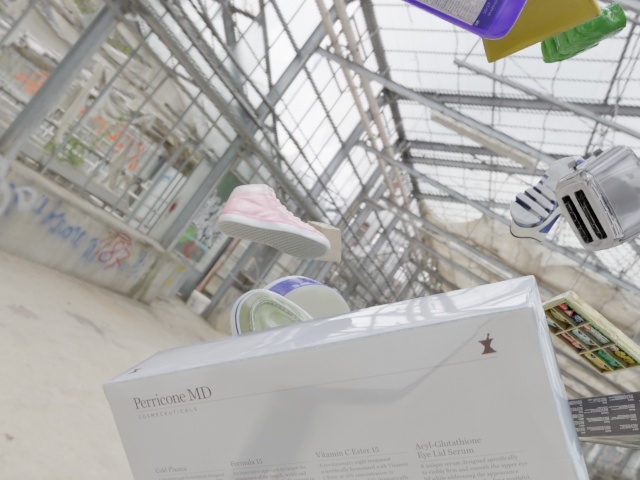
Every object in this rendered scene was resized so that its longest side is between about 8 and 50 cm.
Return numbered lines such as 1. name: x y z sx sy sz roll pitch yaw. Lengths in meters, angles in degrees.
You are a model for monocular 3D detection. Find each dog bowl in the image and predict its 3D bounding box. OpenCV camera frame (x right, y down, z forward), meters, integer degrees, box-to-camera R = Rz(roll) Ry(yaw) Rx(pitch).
1. dog bowl: -0.053 0.226 1.431 0.265 0.265 0.104 38 -13 -29

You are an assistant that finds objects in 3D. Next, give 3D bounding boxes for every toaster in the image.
1. toaster: 0.596 -0.075 1.187 0.227 0.146 0.129 64 -17 3

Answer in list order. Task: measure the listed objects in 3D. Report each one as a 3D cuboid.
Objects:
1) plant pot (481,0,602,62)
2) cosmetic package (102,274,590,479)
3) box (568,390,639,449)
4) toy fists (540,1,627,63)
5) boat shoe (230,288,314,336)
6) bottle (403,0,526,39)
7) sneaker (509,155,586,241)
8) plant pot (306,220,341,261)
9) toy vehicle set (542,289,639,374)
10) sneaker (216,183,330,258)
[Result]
1. plant pot: 0.401 -0.505 1.120 0.212 0.212 0.187 -18 -64 30
2. cosmetic package: 0.025 0.210 0.488 0.097 0.377 0.285 -32 106 -67
3. box: 0.635 0.327 1.042 0.242 0.077 0.307 16 -27 -26
4. toy fists: 0.658 -0.531 1.483 0.279 0.142 0.096 -65 132 -83
5. boat shoe: 0.005 0.172 0.676 0.302 0.109 0.094 49 -28 12
6. bottle: 0.144 -0.376 0.777 0.282 0.118 0.092 20 23 -9
7. sneaker: 0.656 -0.104 1.670 0.127 0.315 0.182 51 -17 27
8. plant pot: 0.000 0.000 1.703 0.109 0.096 0.109 8 11 -40
9. toy vehicle set: 0.720 0.253 1.551 0.267 0.035 0.166 40 -26 3
10. sneaker: -0.049 -0.028 0.676 0.134 0.070 0.051 16 -35 -5
